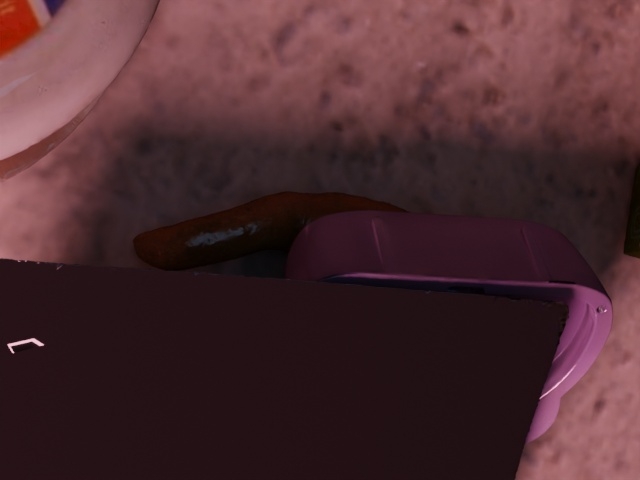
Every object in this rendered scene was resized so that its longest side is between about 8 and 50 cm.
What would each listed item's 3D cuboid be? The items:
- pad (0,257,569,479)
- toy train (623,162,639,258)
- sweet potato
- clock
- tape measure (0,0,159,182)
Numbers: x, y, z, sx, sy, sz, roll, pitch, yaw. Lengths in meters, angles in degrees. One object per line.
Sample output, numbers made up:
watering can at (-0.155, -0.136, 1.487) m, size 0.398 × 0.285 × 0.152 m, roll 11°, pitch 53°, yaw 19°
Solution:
pad at (-0.030, 0.078, 0.624) m, size 0.265 × 0.009 × 0.159 m, roll 5°, pitch 126°, yaw -10°
toy train at (0.214, -0.089, 0.654) m, size 0.090 × 0.137 × 0.225 m, roll 12°, pitch 83°, yaw -6°
sweet potato at (0.000, -0.004, 0.660) m, size 0.179 × 0.044 × 0.044 m, roll 4°, pitch 89°, yaw -15°
clock at (0.053, 0.043, 0.646) m, size 0.153 × 0.050 × 0.110 m, roll 4°, pitch 127°, yaw -13°
tape measure at (-0.195, -0.131, 0.573) m, size 0.265 × 0.130 × 0.258 m, roll -24°, pitch 90°, yaw -21°
